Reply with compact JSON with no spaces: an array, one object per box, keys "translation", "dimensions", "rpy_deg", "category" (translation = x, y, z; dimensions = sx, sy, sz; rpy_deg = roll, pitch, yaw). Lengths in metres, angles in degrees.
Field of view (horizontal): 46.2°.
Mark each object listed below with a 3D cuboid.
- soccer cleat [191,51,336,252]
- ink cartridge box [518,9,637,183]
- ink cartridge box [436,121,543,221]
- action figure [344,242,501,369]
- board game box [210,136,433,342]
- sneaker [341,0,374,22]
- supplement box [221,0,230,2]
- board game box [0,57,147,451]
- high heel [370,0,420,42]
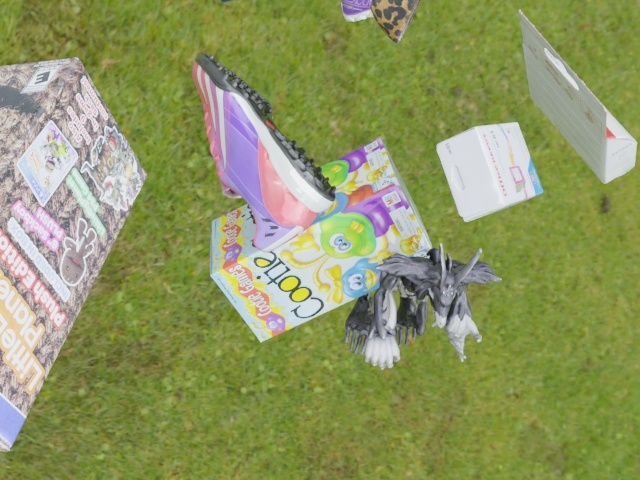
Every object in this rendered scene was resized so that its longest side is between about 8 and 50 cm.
[{"translation":[-0.104,-0.124,0.963],"dimensions":[0.108,0.116,0.318],"rpy_deg":[26,23,-55],"category":"soccer cleat"},{"translation":[0.333,-0.190,0.967],"dimensions":[0.181,0.056,0.224],"rpy_deg":[59,5,26],"category":"ink cartridge box"},{"translation":[0.185,-0.076,0.810],"dimensions":[0.122,0.052,0.088],"rpy_deg":[-17,86,-53],"category":"ink cartridge box"},{"translation":[0.127,0.092,0.955],"dimensions":[0.164,0.275,0.141],"rpy_deg":[0,73,-14],"category":"action figure"},{"translation":[0.000,0.000,1.052],"dimensions":[0.144,0.275,0.142],"rpy_deg":[58,12,-32],"category":"board game box"},{"translation":[0.114,-0.458,1.399],"dimensions":[0.068,0.170,0.071],"rpy_deg":[-49,127,-58],"category":"sneaker"},{"translation":[-0.169,-0.696,1.525],"dimensions":[0.195,0.194,0.356],"rpy_deg":[-42,123,-22],"category":"supplement box"},{"translation":[-0.318,0.002,0.617],"dimensions":[0.141,0.232,0.291],"rpy_deg":[69,27,-45],"category":"board game box"},{"translation":[0.187,-0.389,1.099],"dimensions":[0.093,0.261,0.186],"rpy_deg":[-39,126,-45],"category":"high heel"}]
